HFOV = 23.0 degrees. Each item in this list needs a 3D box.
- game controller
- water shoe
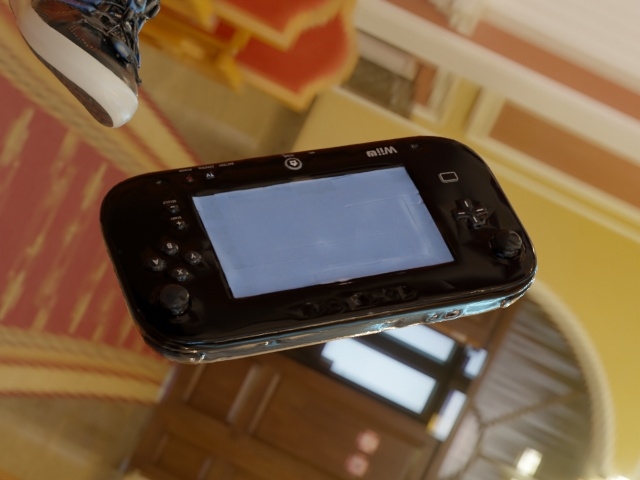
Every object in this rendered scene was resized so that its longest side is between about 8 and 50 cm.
[{"bbox_3d":[0.000,0.000,1.170,0.067,0.319,0.166,114,-39,-54],"label":"game controller"},{"bbox_3d":[-0.136,-0.137,0.945,0.080,0.073,0.203,-41,-147,1],"label":"water shoe"}]
